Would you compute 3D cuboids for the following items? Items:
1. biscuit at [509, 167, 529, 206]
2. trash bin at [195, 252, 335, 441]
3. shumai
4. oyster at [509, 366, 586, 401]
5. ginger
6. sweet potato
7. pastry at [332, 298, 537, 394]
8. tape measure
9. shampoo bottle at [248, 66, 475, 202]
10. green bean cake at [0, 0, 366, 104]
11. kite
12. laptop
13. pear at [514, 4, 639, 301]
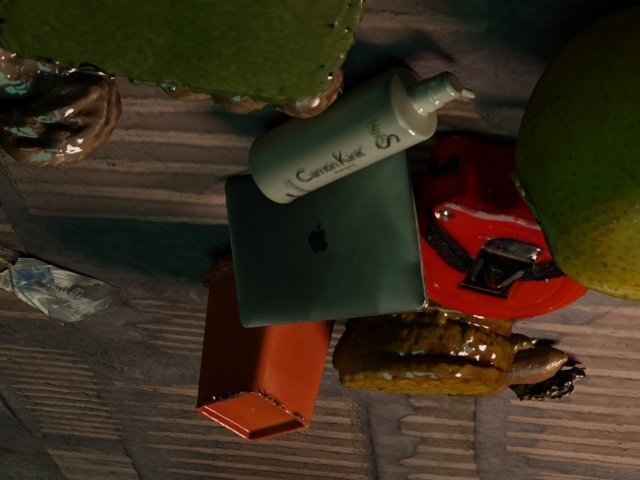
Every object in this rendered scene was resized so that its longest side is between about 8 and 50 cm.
[{"bbox_3d":[0.330,-0.076,1.211,0.228,0.176,0.031,-33,168,-2],"label":"biscuit"},{"bbox_3d":[-0.060,0.126,1.495,0.184,0.239,0.161,-23,135,36],"label":"trash bin"},{"bbox_3d":[-0.293,-0.190,1.204,0.184,0.218,0.185,9,108,-6],"label":"shumai"},{"bbox_3d":[0.326,0.208,1.677,0.132,0.086,0.029,-23,101,26],"label":"oyster"},{"bbox_3d":[-0.077,-0.175,1.196,0.204,0.080,0.104,14,141,-3],"label":"ginger"},{"bbox_3d":[0.264,0.194,1.682,0.218,0.051,0.065,-24,129,40],"label":"sweet potato"},{"bbox_3d":[0.139,0.151,1.540,0.240,0.132,0.235,2,163,32],"label":"pastry"},{"bbox_3d":[0.219,-0.004,1.343,0.253,0.114,0.260,13,146,-3],"label":"tape measure"},{"bbox_3d":[0.040,-0.120,1.243,0.262,0.085,0.085,-22,135,38],"label":"shampoo bottle"},{"bbox_3d":[-0.109,-0.280,0.950,0.319,0.218,0.335,10,153,-14],"label":"green bean cake"},{"bbox_3d":[-0.456,0.048,1.682,0.310,0.015,0.169,28,143,-26],"label":"kite"},{"bbox_3d":[0.000,0.000,1.347,0.269,0.188,0.015,-8,179,35],"label":"laptop"},{"bbox_3d":[0.319,-0.079,1.053,0.294,0.294,0.294,7,146,4],"label":"pear"}]
